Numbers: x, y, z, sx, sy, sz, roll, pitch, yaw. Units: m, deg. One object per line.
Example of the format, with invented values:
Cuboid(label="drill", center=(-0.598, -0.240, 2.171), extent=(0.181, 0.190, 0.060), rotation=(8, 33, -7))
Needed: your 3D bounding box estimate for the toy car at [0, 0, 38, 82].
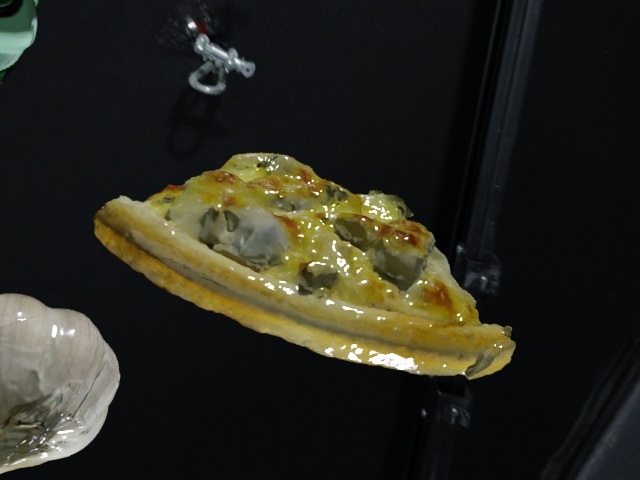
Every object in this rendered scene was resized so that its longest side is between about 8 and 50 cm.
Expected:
Cuboid(label="toy car", center=(-0.355, -0.151, 0.483), extent=(0.136, 0.306, 0.125), rotation=(-17, -90, 32))

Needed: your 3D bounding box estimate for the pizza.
Cuboid(label="pizza", center=(0.000, 0.000, 0.533), extent=(0.323, 0.223, 0.089), rotation=(20, -62, -2))

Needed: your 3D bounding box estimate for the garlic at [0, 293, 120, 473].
Cuboid(label="garlic", center=(-0.332, 0.163, 0.713), extent=(0.227, 0.152, 0.228), rotation=(-5, -48, -6))
